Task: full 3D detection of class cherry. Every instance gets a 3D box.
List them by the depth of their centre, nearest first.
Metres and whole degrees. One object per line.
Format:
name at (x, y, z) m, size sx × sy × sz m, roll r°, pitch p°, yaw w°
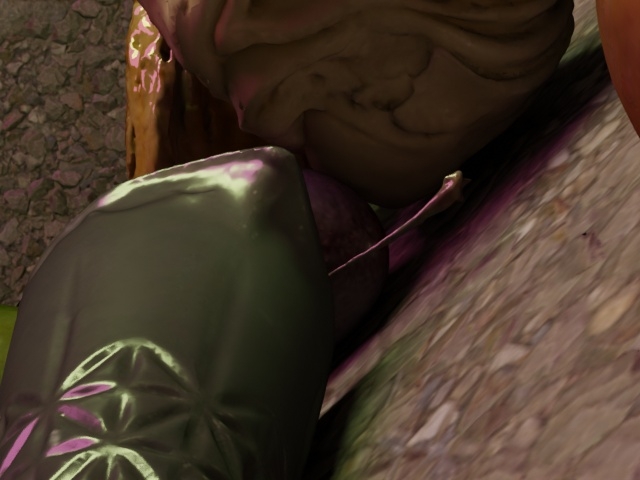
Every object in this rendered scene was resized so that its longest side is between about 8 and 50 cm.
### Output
cherry at (0.003, 0.002, 0.875) m, size 0.188 × 0.115 × 0.148 m, roll -35°, pitch -28°, yaw 11°

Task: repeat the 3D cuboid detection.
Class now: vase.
vase at (-0.080, 0.109, 0.663) m, size 0.251 × 0.156 × 0.301 m, roll -58°, pitch 11°, yaw 19°

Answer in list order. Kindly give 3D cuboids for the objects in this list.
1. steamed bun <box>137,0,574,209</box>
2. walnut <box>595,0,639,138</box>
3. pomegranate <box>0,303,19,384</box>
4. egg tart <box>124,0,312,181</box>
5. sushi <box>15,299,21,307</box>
steamed bun at (0.022, -0.180, 0.918) m, size 0.203 × 0.289 × 0.276 m, roll -39°, pitch 3°, yaw 23°
walnut at (0.156, -0.073, 0.336) m, size 0.197 × 0.165 × 0.165 m, roll -43°, pitch 9°, yaw 12°
pomegranate at (-0.174, 0.124, 0.909) m, size 0.248 × 0.202 × 0.202 m, roll -10°, pitch -21°, yaw -48°
egg tart at (-0.060, -0.055, 1.079) m, size 0.120 × 0.315 × 0.315 m, roll -3°, pitch 14°, yaw 2°
sushi at (-0.201, 0.102, 1.253) m, size 0.225 × 0.126 × 0.136 m, roll -45°, pitch 9°, yaw 41°
